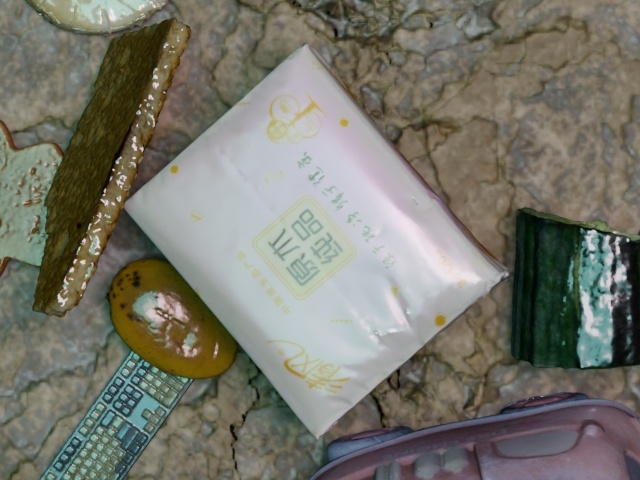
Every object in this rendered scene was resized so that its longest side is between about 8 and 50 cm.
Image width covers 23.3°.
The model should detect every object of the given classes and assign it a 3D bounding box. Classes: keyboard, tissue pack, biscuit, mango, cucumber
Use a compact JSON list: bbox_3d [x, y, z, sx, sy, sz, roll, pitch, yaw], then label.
[{"bbox_3d":[-0.171,0.163,1.222,0.055,0.014,0.176,36,92,1],"label":"keyboard"},{"bbox_3d":[0.000,0.000,1.155,0.185,0.124,0.225,-41,86,6],"label":"tissue pack"},{"bbox_3d":[-0.282,-0.029,1.225,0.184,0.027,0.133,-9,88,2],"label":"biscuit"},{"bbox_3d":[-0.177,-0.236,1.225,0.152,0.020,0.152,0,89,4],"label":"biscuit"},{"bbox_3d":[-0.113,0.061,1.198,0.114,0.057,0.079,37,75,-8],"label":"mango"},{"bbox_3d":[-0.166,-0.052,1.154,0.026,0.131,0.237,26,77,-24],"label":"biscuit"},{"bbox_3d":[0.186,0.036,1.146,0.116,0.062,0.115,5,94,42],"label":"cucumber"}]

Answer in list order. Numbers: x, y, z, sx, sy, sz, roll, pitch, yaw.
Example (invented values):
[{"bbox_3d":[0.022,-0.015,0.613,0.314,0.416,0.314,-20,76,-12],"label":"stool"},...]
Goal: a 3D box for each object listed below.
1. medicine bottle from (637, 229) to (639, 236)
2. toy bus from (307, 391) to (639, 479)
[{"bbox_3d":[0.347,0.011,1.164,0.201,0.052,0.171,29,92,5],"label":"medicine bottle"},{"bbox_3d":[0.118,0.225,1.088,0.294,0.232,0.197,-11,88,5],"label":"toy bus"}]
